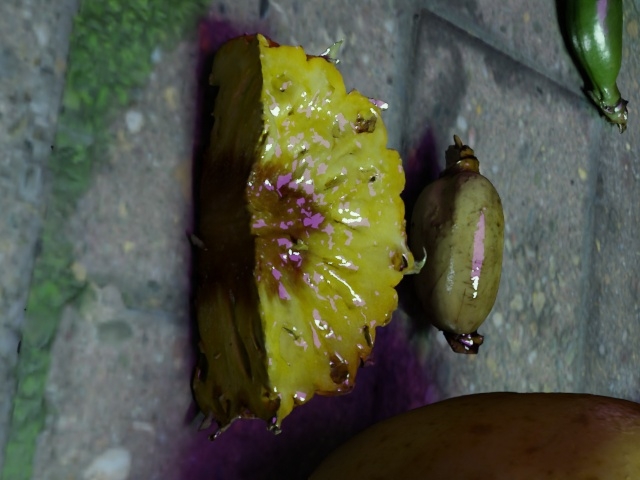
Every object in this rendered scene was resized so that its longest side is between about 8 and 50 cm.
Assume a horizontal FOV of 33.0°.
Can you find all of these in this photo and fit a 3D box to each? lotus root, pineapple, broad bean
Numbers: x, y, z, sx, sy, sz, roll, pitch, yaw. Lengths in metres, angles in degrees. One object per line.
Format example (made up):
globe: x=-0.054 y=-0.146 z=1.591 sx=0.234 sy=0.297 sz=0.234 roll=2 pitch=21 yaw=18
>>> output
lotus root: x=0.092 y=0.001 z=0.728 sx=0.072 sy=0.063 sz=0.152 roll=57 pitch=35 yaw=-76
pineapple: x=-0.001 y=0.000 z=0.627 sx=0.135 sy=0.079 sz=0.233 roll=11 pitch=79 yaw=-46
broad bean: x=0.262 y=-0.247 z=0.931 sx=0.144 sy=0.049 sz=0.292 roll=37 pitch=64 yaw=-44

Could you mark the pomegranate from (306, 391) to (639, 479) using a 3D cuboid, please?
pomegranate: x=0.107 y=0.213 z=0.571 sx=0.307 sy=0.307 sz=0.307 roll=4 pitch=84 yaw=-44
